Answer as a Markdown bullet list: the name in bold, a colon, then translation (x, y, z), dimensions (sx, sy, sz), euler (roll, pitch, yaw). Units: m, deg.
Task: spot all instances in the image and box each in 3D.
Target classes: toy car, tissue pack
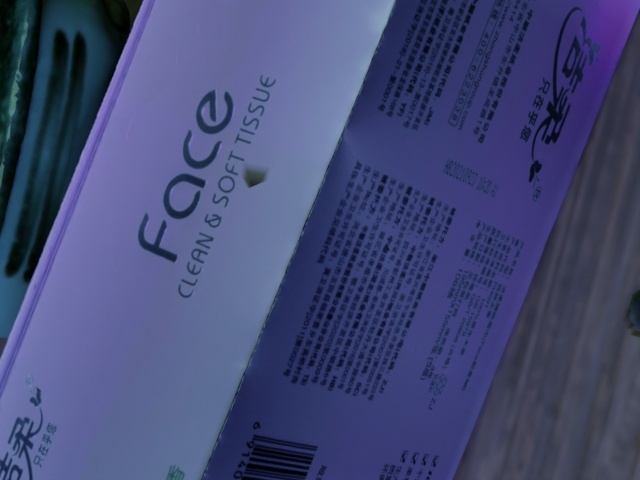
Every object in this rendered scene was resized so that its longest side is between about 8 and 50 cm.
- **toy car**: translation (-0.156, -0.044, 0.596), dimensions (0.306, 0.125, 0.136), euler (14, 92, 56)
- **tissue pack**: translation (0.000, 0.000, 0.474), dimensions (0.092, 0.148, 0.246), euler (21, 89, 35)
